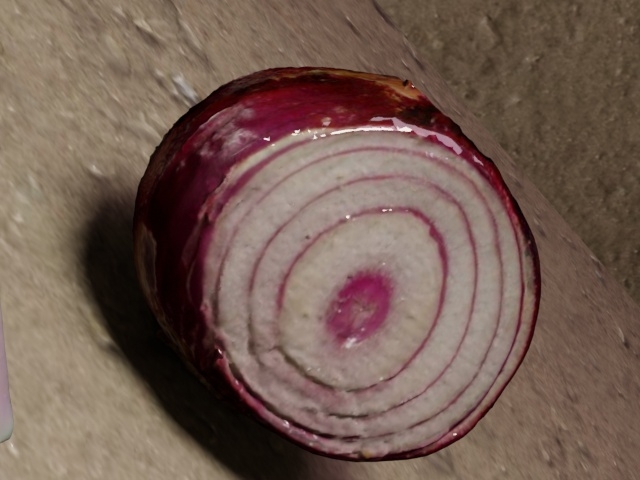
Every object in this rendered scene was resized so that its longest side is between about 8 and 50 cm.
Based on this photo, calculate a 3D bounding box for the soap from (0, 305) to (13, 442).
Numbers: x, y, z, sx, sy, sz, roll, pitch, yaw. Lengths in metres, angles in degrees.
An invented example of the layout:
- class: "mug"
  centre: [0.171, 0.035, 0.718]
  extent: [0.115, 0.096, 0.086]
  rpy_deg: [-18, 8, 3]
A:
- class: "soap"
  centre: [-0.242, 0.038, 0.795]
  extent: [0.259, 0.081, 0.181]
  rpy_deg: [-26, 112, -73]

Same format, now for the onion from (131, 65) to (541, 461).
- class: "onion"
  centre: [0.000, 0.000, 1.312]
  extent: [0.337, 0.282, 0.260]
  rpy_deg: [34, 6, -30]
